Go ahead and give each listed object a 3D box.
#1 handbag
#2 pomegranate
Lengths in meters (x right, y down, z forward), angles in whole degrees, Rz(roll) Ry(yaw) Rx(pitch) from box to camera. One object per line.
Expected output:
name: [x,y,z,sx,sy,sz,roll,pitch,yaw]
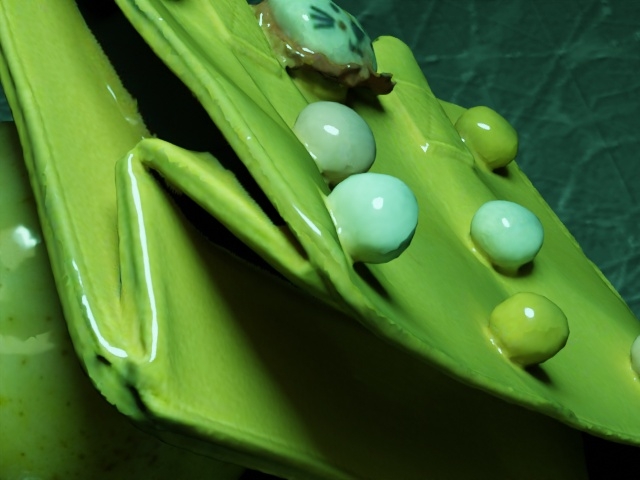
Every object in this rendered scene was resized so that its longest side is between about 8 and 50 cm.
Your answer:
handbag: [0.019,-0.013,0.911,0.133,0.401,0.283,-43,55,17]
pomegranate: [-0.136,0.060,0.939,0.233,0.233,0.233,1,54,-1]
